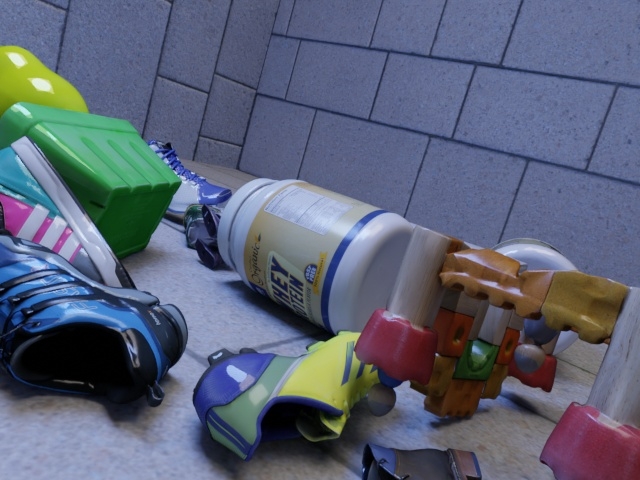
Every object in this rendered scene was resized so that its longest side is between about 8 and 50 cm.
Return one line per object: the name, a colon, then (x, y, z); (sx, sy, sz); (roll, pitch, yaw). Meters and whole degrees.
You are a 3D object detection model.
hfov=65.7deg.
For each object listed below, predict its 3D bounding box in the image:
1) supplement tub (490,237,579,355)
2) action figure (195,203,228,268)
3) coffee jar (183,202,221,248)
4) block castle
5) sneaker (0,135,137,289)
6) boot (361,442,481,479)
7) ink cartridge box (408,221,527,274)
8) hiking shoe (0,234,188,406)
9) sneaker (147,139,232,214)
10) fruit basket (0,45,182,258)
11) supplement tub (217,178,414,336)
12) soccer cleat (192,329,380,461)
supplement tub: (0.457, 0.116, 1.117); (0.235, 0.236, 0.325); (20, 11, 19)
action figure: (-0.128, -0.013, 1.095); (0.285, 0.185, 0.099); (-1, 38, -44)
coffee jar: (-0.279, -0.035, 1.194); (0.096, 0.079, 0.184); (10, 12, -20)
block castle: (0.276, 0.157, 0.577); (0.453, 0.213, 0.303); (19, 2, -45)
sneaker: (-0.353, 0.032, 0.603); (0.296, 0.178, 0.124); (53, -19, 5)
boot: (0.078, 0.225, 0.394); (0.106, 0.082, 0.219); (8, -1, 10)
ink cartridge box: (0.216, 0.091, 0.951); (0.278, 0.202, 0.117); (23, 11, 33)
hiking shoe: (-0.286, 0.072, 0.487); (0.304, 0.113, 0.132); (15, 9, -7)
sneaker: (-0.403, -0.175, 1.339); (0.315, 0.182, 0.127); (8, 15, 13)
fruit basket: (-0.464, -0.138, 0.845); (0.392, 0.283, 0.392); (31, 10, -6)
supplement tub: (-0.010, 0.021, 0.892); (0.316, 0.228, 0.228); (23, 12, 34)
soccer cleat: (0.000, 0.167, 0.538); (0.289, 0.093, 0.121); (4, 26, -47)
